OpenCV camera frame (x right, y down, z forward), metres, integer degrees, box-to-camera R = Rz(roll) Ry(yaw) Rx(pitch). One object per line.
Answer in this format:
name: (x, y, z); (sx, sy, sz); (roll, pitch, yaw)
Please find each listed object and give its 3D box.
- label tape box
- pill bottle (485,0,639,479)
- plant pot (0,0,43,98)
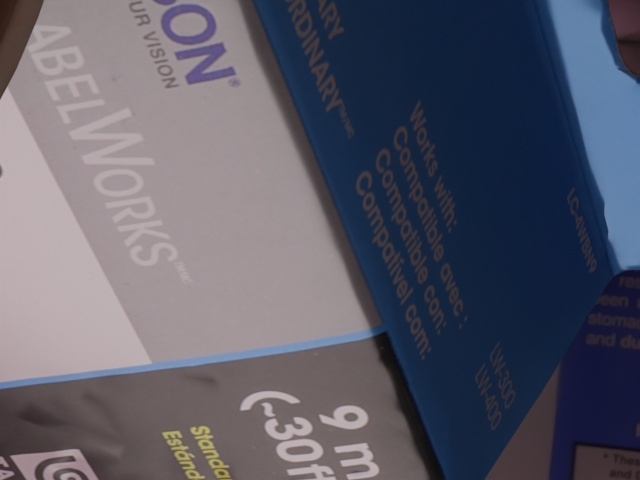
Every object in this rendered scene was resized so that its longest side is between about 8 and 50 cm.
label tape box: (-0.044, -0.028, 0.510); (0.347, 0.115, 0.249); (-6, 132, 18)
pill bottle: (0.115, 0.013, 0.684); (0.152, 0.272, 0.152); (7, 171, 1)
plant pot: (-0.230, -0.111, 0.342); (0.274, 0.256, 0.256); (22, -176, 41)
